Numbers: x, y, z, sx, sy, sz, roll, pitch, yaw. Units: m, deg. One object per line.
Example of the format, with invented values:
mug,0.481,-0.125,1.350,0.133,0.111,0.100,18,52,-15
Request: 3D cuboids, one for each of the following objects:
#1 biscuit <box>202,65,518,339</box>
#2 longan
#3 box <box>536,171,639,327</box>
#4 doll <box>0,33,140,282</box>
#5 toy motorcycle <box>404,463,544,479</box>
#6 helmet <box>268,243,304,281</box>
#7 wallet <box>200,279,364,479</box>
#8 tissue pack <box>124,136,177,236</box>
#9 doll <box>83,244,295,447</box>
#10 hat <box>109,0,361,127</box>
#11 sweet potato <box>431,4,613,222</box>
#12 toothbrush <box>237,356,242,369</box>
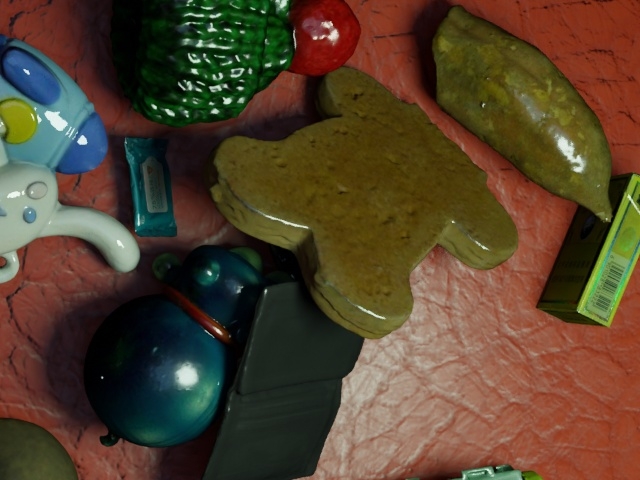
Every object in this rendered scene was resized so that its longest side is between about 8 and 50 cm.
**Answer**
biscuit,0.066,-0.047,1.564,0.368,0.076,0.394,44,44,6
longan,-0.400,0.317,1.500,0.167,0.167,0.187,-41,76,-11
box,0.409,0.014,1.709,0.064,0.141,0.220,27,83,-11
doll,-0.414,-0.124,1.489,0.376,0.187,0.366,-4,100,-42
toy motorcycle,0.222,0.485,1.634,0.191,0.200,0.326,-5,79,-13
helmet,0.000,0.010,1.629,0.153,0.107,0.177,-34,83,-22
wallet,-0.038,0.195,1.547,0.247,0.041,0.323,-4,119,-51
tissue pack,-0.233,-0.072,1.599,0.085,0.028,0.138,-4,84,-56
doll,-0.187,0.135,1.523,0.198,0.186,0.322,29,84,32
hat,-0.107,-0.297,1.566,0.332,0.242,0.274,-5,126,-27
sweet potato,0.298,-0.181,1.657,0.369,0.158,0.158,41,79,11
toothbrush,-0.131,0.195,1.634,0.263,0.022,0.026,-37,109,-12
